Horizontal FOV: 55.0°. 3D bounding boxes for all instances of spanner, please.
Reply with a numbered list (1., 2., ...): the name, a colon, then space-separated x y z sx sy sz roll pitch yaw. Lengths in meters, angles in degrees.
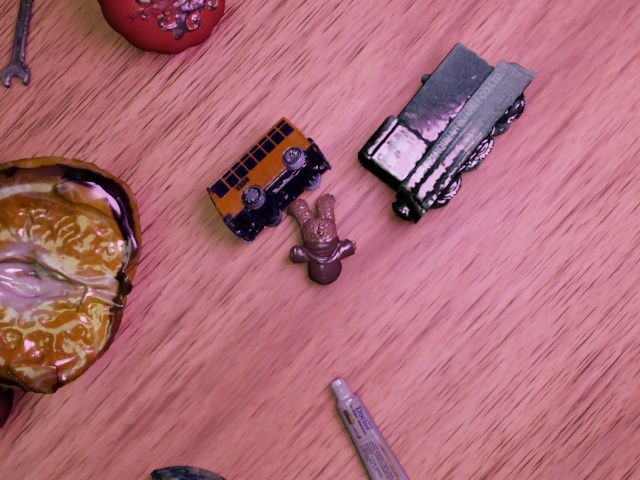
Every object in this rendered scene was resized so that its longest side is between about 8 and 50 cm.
1. spanner: -0.545 -0.404 1.130 0.054 0.015 0.254 7 87 4

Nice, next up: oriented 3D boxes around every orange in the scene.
1. orange: -0.446 0.045 1.006 0.271 0.210 0.368 15 89 -20

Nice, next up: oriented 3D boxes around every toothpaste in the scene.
1. toothpaste: 0.085 0.354 1.069 0.067 0.037 0.255 -28 90 -6

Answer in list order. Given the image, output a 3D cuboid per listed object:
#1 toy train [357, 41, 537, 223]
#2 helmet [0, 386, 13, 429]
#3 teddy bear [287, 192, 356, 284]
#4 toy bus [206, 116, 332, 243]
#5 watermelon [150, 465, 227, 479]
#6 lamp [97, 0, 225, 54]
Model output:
1. toy train: 0.209 -0.189 1.045 0.178 0.138 0.330 38 88 7
2. helmet: -0.619 0.269 1.011 0.216 0.193 0.189 -30 89 4
3. teddy bear: 0.000 -0.003 1.067 0.119 0.078 0.160 -11 86 -3
4. toy bus: -0.094 -0.104 1.054 0.201 0.098 0.114 -43 59 -1
5. watermelon: -0.239 0.488 1.034 0.207 0.136 0.202 33 83 17
6. lamp: -0.261 -0.426 1.026 0.227 0.227 0.227 0 87 1
